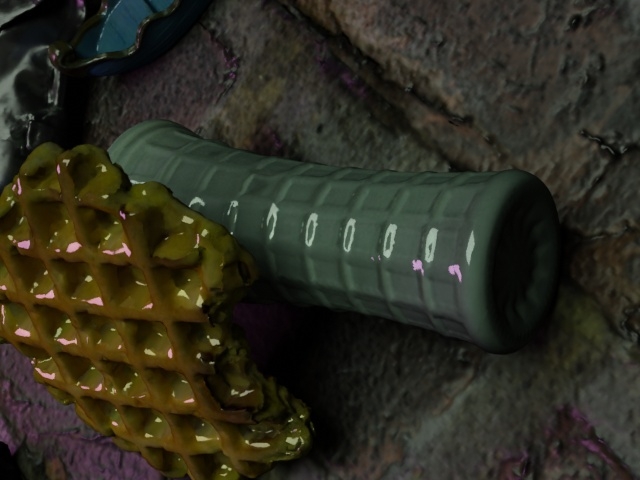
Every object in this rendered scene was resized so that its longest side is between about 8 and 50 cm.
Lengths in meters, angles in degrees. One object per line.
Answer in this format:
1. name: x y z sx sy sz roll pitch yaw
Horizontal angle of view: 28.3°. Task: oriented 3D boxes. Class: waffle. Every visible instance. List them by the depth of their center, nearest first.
1. waffle: -0.121 0.058 0.837 0.291 0.291 0.051 1 35 37

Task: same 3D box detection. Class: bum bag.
1. bum bag: -0.271 -0.099 1.100 0.137 0.074 0.310 3 83 25

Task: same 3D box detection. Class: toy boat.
1. toy boat: -0.146 -0.204 1.040 0.185 0.077 0.075 -47 55 15

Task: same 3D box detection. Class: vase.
1. vase: 0.000 0.000 0.834 0.299 0.143 0.143 8 80 35

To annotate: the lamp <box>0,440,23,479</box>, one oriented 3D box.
1. lamp: -0.275 0.298 0.851 0.205 0.272 0.374 -52 52 9
